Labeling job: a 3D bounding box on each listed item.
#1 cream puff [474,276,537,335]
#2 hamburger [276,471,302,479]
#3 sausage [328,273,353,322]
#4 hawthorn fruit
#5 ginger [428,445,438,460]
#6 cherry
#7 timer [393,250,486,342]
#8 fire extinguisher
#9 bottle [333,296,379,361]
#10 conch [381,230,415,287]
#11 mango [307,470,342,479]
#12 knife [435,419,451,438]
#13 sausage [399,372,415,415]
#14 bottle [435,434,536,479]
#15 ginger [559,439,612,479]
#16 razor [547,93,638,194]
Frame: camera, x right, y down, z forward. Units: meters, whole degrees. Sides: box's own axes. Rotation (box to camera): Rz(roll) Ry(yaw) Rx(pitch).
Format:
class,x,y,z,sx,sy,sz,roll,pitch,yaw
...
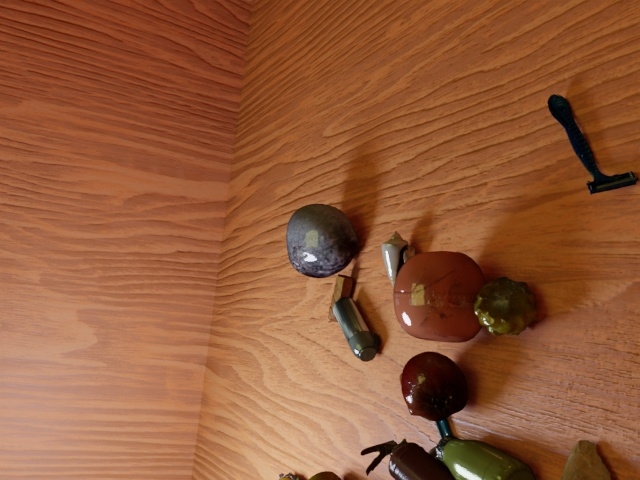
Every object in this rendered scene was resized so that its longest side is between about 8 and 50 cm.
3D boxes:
class,x,y,z,sx,sy,sz,roll,pitch,yaw
cream puff,0.413,0.158,1.580,0.116,0.146,0.146,68,-171,-51
hamburger,-0.115,0.889,2.450,0.189,0.093,0.164,152,123,-62
sausage,0.064,0.201,2.360,0.065,0.065,0.169,28,107,64
hawthorn fruit,0.275,0.349,1.746,0.188,0.169,0.169,-108,35,-65
ginger,0.285,0.602,1.754,0.069,0.051,0.174,-45,43,46
cherry,0.000,0.000,2.400,0.296,0.218,0.255,-7,75,53
timer,0.289,0.139,1.705,0.229,0.229,0.215,-20,68,62
fire extinguisher,0.231,0.575,1.687,0.337,0.147,0.107,28,136,50
bottle,0.114,0.273,2.218,0.096,0.079,0.254,-33,36,5
conch,0.225,0.063,2.039,0.104,0.094,0.176,3,88,26
mango,0.018,0.825,2.051,0.378,0.221,0.264,-115,49,-71
knife,0.299,0.434,1.816,0.044,0.026,0.297,-49,36,29
sausage,0.246,0.412,1.918,0.039,0.041,0.131,94,167,-46
bottle,0.354,0.504,1.567,0.260,0.112,0.112,9,90,65
ginger,0.472,0.476,1.334,0.115,0.122,0.193,103,171,-61
razor,0.550,-0.202,1.493,0.324,0.093,0.056,-102,-3,-46
